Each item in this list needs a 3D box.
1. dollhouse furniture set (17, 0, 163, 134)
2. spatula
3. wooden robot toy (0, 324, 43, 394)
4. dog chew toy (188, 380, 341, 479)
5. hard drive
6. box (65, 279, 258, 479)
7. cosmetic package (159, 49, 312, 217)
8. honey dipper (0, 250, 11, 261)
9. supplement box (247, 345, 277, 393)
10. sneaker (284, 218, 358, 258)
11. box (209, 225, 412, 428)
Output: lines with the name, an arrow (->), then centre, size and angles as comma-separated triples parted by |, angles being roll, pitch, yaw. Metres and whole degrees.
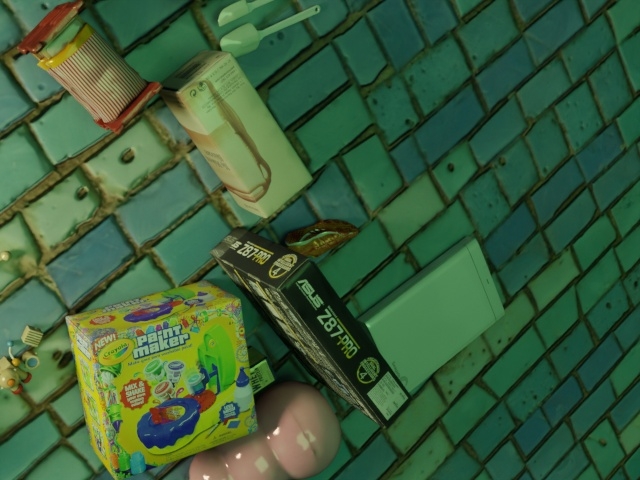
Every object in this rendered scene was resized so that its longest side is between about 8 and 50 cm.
dollhouse furniture set -> -0.321, -0.393, 1.485 | 0.201, 0.152, 0.374 | 44, 78, -30
spatula -> -0.105, -0.466, 1.663 | 0.242, 0.019, 0.168 | -32, 126, -27
wooden robot toy -> -0.549, 0.241, 1.538 | 0.076, 0.079, 0.173 | 44, 78, -30
dog chew toy -> -0.123, 0.436, 1.775 | 0.331, 0.206, 0.207 | -30, 115, -13
hard drive -> 0.270, 0.181, 2.031 | 0.353, 0.047, 0.233 | -35, 116, -19
box -> -0.300, 0.256, 1.633 | 0.289, 0.177, 0.279 | -15, 107, -27
cosmetic package -> -0.163, -0.203, 1.626 | 0.129, 0.153, 0.296 | -42, 117, -14
honey dipper -> -0.612, 0.065, 1.490 | 0.160, 0.030, 0.031 | -32, 115, -24
supplement box -> -0.151, 0.274, 1.779 | 0.083, 0.083, 0.056 | -31, 116, -21
sneaker -> 0.000, 0.000, 1.831 | 0.175, 0.064, 0.068 | -14, 128, -22
box -> -0.022, 0.167, 1.694 | 0.097, 0.318, 0.395 | -44, 118, -16
